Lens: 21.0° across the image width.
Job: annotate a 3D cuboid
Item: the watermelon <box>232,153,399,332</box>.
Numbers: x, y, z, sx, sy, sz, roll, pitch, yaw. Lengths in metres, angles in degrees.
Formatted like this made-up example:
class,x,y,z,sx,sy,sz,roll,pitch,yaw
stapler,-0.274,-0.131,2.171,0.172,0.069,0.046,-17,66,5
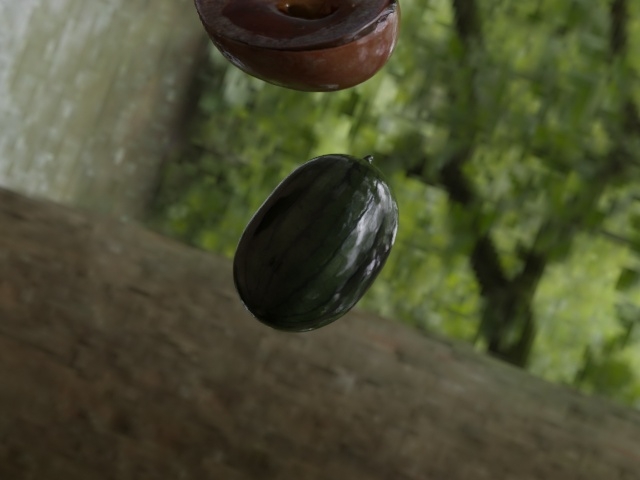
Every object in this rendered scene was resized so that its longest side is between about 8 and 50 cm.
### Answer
class,x,y,z,sx,sy,sz,roll,pitch,yaw
watermelon,0.000,0.000,0.936,0.110,0.078,0.078,-52,171,-7

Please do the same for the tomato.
class,x,y,z,sx,sy,sz,roll,pitch,yaw
tomato,-0.018,-0.204,1.625,0.228,0.199,0.112,-77,163,-51
